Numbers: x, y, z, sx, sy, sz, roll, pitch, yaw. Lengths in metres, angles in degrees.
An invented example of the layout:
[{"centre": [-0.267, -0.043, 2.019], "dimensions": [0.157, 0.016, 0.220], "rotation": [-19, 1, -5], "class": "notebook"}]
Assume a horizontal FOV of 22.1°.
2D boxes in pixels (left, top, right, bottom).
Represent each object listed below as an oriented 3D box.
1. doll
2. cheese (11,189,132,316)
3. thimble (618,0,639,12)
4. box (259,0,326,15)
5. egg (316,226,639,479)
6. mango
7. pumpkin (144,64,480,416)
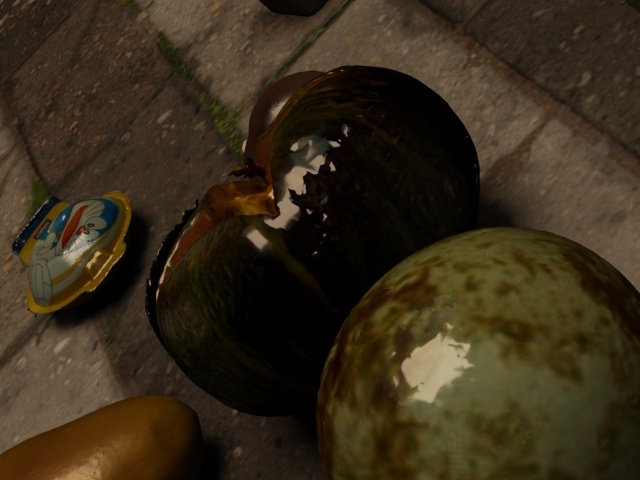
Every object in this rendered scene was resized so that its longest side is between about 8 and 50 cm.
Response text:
[{"centre": [0.002, -0.093, 1.641], "dimensions": [0.188, 0.096, 0.145], "rotation": [24, 89, 34], "class": "doll"}, {"centre": [-0.297, 0.008, 1.931], "dimensions": [0.177, 0.069, 0.270], "rotation": [-53, 29, -8], "class": "cheese"}, {"centre": [0.327, -0.291, 1.371], "dimensions": [0.235, 0.143, 0.198], "rotation": [-42, 29, 15], "class": "thimble"}, {"centre": [-0.023, -0.388, 1.972], "dimensions": [0.243, 0.135, 0.163], "rotation": [-54, 30, -11], "class": "box"}, {"centre": [0.119, 0.108, 1.081], "dimensions": [0.238, 0.238, 0.289], "rotation": [-35, 13, 22], "class": "egg"}, {"centre": [-0.219, 0.240, 1.478], "dimensions": [0.254, 0.139, 0.175], "rotation": [-31, 36, 17], "class": "mango"}, {"centre": [0.000, 0.000, 1.376], "dimensions": [0.320, 0.192, 0.320], "rotation": [-49, 13, 16], "class": "pumpkin"}]
